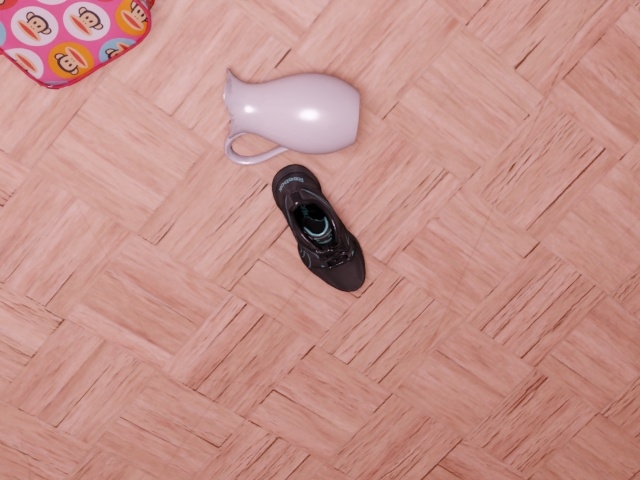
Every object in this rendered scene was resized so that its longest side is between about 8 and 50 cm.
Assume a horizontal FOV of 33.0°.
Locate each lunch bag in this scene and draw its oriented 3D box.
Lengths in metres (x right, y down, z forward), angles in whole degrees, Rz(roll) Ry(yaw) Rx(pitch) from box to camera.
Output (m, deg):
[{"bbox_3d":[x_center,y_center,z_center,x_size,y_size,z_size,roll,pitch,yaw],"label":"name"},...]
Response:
[{"bbox_3d":[-0.399,-0.348,1.484,0.258,0.120,0.293,-27,129,20],"label":"lunch bag"}]

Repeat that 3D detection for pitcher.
[{"bbox_3d":[-0.049,-0.182,1.693,0.207,0.125,0.177,4,139,-3],"label":"pitcher"}]

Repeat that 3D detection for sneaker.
[{"bbox_3d":[0.000,0.000,1.803,0.101,0.106,0.267,-32,122,4],"label":"sneaker"}]
